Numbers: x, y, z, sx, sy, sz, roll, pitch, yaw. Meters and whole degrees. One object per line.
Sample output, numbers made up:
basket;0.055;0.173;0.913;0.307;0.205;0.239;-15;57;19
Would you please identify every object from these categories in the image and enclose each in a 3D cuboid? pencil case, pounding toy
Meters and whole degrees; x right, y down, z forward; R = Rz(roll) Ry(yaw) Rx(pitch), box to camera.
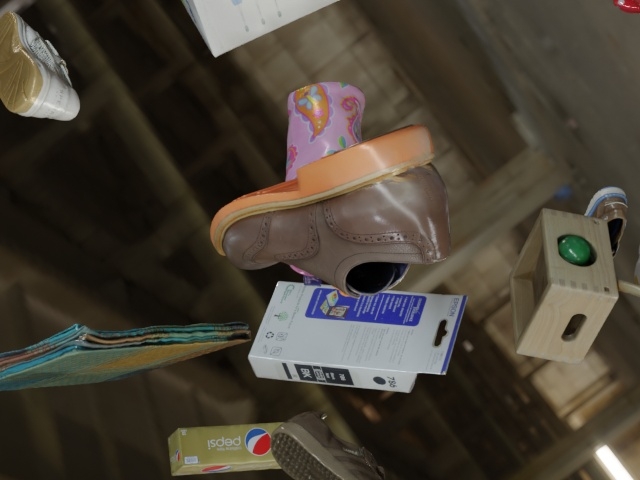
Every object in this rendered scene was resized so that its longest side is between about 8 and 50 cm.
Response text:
pencil case;0.011;-0.084;2.046;0.124;0.124;0.284;45;-141;-57
pounding toy;0.264;0.047;1.458;0.100;0.141;0.130;11;-135;-9

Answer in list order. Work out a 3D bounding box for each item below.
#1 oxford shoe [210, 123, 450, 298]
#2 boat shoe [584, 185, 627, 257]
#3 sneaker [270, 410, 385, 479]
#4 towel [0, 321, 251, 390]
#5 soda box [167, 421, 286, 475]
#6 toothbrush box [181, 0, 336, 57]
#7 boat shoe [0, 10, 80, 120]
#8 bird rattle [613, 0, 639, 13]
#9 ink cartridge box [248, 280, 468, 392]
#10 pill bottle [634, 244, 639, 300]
oxford shoe;0.000;0.000;1.361;0.363;0.130;0.133;-23;88;63
boat shoe;0.422;0.001;2.200;0.183;0.066;0.066;99;172;-47
sneaker;0.039;0.228;1.339;0.188;0.066;0.071;45;-138;15
towel;-0.298;0.154;1.919;0.370;0.271;0.040;3;-108;-59
soda box;-0.124;0.300;2.073;0.061;0.181;0.058;134;132;-60
toothbrush box;-0.047;-0.295;1.051;0.122;0.206;0.283;71;172;-50
boat shoe;-0.395;-0.228;1.966;0.096;0.098;0.277;24;-162;-33
bird rattle;0.463;-0.238;1.719;0.253;0.143;0.207;24;-120;-33
ink cartridge box;0.065;0.154;2.289;0.065;0.332;0.165;70;-147;-44
pill bottle;0.402;0.055;1.579;0.103;0.103;0.184;50;-160;-23
